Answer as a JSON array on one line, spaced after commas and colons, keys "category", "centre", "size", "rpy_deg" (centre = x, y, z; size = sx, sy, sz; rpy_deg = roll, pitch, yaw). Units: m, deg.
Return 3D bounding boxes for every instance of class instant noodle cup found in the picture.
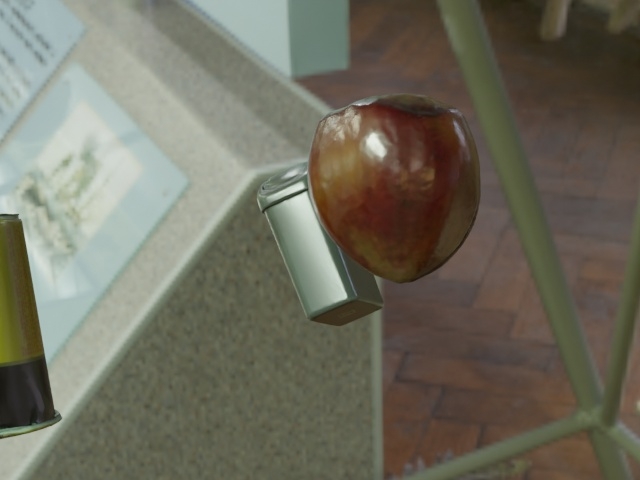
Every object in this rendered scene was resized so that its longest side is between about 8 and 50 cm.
[{"category": "instant noodle cup", "centre": [-0.391, 0.092, 1.382], "size": [0.216, 0.236, 0.215], "rpy_deg": [-4, 2, 0]}]

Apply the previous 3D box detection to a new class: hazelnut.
[{"category": "hazelnut", "centre": [0.084, -0.055, 1.395], "size": [0.208, 0.208, 0.208], "rpy_deg": [-2, 28, 1]}]

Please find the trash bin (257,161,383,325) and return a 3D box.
[{"category": "trash bin", "centre": [0.000, 0.000, 1.889], "size": [0.101, 0.236, 0.177], "rpy_deg": [-24, -14, 13]}]
